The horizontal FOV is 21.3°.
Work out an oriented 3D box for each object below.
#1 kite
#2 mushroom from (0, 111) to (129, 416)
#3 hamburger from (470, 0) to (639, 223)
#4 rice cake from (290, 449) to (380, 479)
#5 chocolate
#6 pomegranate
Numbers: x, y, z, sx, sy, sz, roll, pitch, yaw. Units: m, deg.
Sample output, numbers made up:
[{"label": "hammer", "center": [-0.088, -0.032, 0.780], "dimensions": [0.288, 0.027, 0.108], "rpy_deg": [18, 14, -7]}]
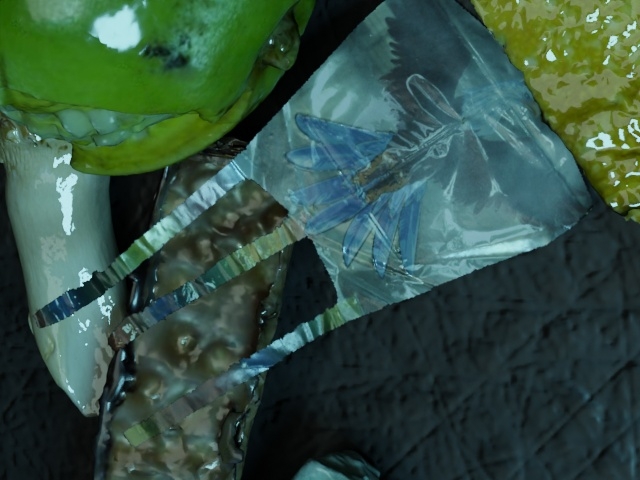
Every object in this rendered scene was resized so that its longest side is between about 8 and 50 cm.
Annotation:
[{"label": "kite", "center": [0.000, 0.000, 0.951], "dimensions": [0.310, 0.015, 0.169], "rpy_deg": [-40, 82, -1]}, {"label": "mushroom", "center": [-0.150, 0.002, 1.041], "dimensions": [0.084, 0.071, 0.209], "rpy_deg": [-9, 99, -9]}, {"label": "hamburger", "center": [0.159, -0.144, 0.864], "dimensions": [0.156, 0.144, 0.283], "rpy_deg": [-33, 91, 15]}, {"label": "rice cake", "center": [-0.068, 0.263, 1.049], "dimensions": [0.063, 0.066, 0.336], "rpy_deg": [46, 112, 21]}, {"label": "chocolate", "center": [-0.077, 0.102, 1.000], "dimensions": [0.102, 0.065, 0.329], "rpy_deg": [13, 92, 23]}, {"label": "pomegranate", "center": [-0.147, -0.161, 0.923], "dimensions": [0.302, 0.236, 0.236], "rpy_deg": [15, 103, 14]}]
